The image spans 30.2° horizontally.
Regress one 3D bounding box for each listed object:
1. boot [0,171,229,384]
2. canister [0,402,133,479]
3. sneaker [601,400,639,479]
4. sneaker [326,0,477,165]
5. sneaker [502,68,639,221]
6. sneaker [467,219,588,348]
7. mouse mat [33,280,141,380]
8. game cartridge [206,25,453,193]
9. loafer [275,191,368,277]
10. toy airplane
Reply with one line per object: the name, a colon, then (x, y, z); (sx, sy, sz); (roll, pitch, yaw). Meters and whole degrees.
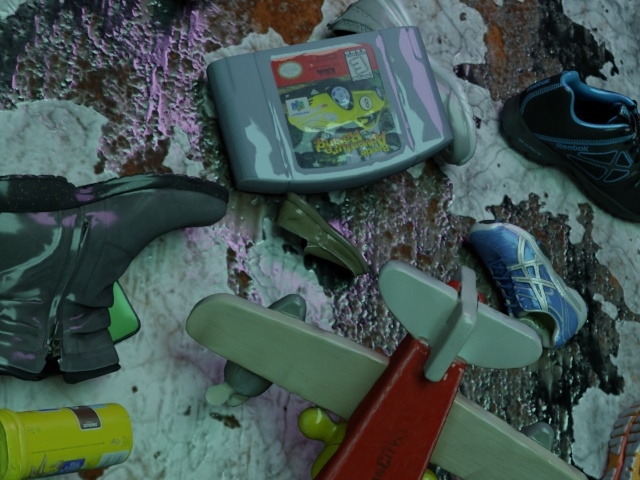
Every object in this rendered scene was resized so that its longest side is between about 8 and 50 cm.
boot: (-0.244, 0.042, 1.321); (0.338, 0.118, 0.222); (-5, 85, -37)
canister: (-0.286, 0.203, 1.179); (0.170, 0.126, 0.073); (5, 74, -56)
sneaker: (0.441, 0.301, 1.609); (0.083, 0.084, 0.215); (36, 65, -15)
sneaker: (0.111, -0.213, 1.648); (0.115, 0.105, 0.281); (-30, 79, -20)
sneaker: (0.437, -0.134, 1.754); (0.341, 0.140, 0.125); (24, 58, -20)
sneaker: (0.279, 0.058, 1.618); (0.211, 0.080, 0.081); (45, 52, -4)
mouse mat: (-0.306, 0.049, 1.340); (0.153, 0.007, 0.189); (-25, 82, -35)
game cartridge: (0.017, -0.163, 1.533); (0.294, 0.060, 0.196); (-13, 79, -13)
loafer: (0.000, 0.000, 1.507); (0.148, 0.056, 0.050); (43, 92, -15)
toy airplane: (0.077, 0.197, 1.331); (0.384, 0.272, 0.386); (-18, 93, -2)
